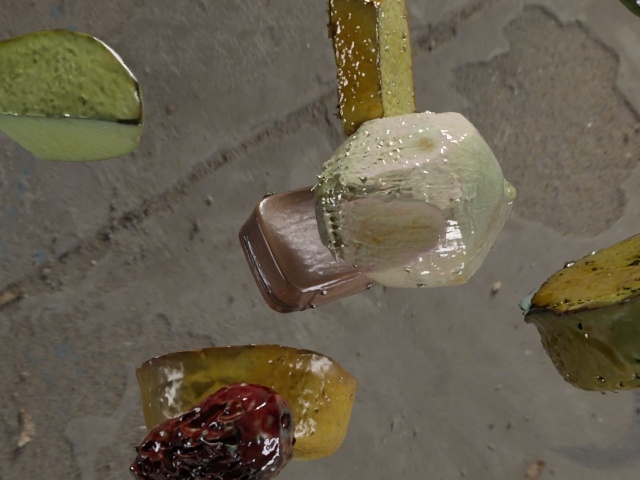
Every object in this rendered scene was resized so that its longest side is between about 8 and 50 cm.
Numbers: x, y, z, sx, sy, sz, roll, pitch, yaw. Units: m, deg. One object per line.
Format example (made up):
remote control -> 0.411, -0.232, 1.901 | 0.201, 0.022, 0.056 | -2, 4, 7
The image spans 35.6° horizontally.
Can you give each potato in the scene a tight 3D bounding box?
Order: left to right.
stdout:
potato -> -0.200, -0.120, 0.859 | 0.149, 0.120, 0.081 | 5, 78, 11

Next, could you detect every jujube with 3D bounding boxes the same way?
jujube -> -0.094, 0.185, 0.912 | 0.166, 0.104, 0.104 | -19, 79, 32

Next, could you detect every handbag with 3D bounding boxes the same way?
handbag -> 0.000, 0.000, 1.223 | 0.193, 0.072, 0.151 | -19, 69, -34

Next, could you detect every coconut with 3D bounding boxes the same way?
coconut -> 0.098, -0.041, 0.993 | 0.194, 0.194, 0.194 | -1, 81, 5

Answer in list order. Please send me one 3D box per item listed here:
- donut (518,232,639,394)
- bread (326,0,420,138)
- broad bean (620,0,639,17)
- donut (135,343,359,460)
donut -> 0.290, 0.045, 0.770 | 0.272, 0.272, 0.107 | -22, 90, 1
bread -> 0.059, -0.186, 1.076 | 0.065, 0.103, 0.187 | 2, 101, 27
broad bean -> 0.415, -0.368, 1.327 | 0.069, 0.227, 0.039 | -15, 46, 30
donut -> -0.084, 0.202, 1.174 | 0.277, 0.277, 0.108 | -4, 71, 4
